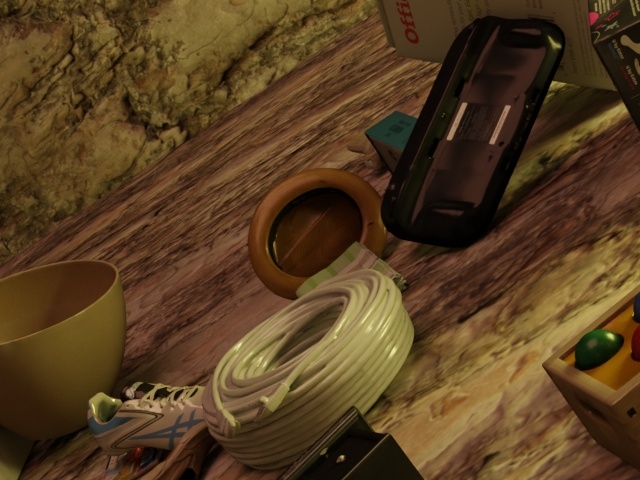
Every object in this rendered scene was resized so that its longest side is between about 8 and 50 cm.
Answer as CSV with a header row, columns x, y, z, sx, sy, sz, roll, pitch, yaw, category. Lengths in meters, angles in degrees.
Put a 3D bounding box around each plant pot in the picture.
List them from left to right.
x,y,z,sx,sy,sz,roll,pitch,yaw,category
-0.397,0.172,1.988,0.284,0.191,0.284,-15,20,5,plant pot

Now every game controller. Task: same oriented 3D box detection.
x,y,z,sx,sy,sz,roll,pitch,yaw,category
0.189,-0.139,1.717,0.166,0.067,0.319,14,73,38,game controller

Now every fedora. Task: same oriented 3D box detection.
x,y,z,sx,sy,sz,roll,pitch,yaw,category
0.000,0.000,1.838,0.194,0.194,0.079,-37,-23,-4,fedora

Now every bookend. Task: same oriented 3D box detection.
x,y,z,sx,sy,sz,roll,pitch,yaw,category
0.029,0.223,1.162,0.156,0.072,0.157,-41,16,-21,bookend

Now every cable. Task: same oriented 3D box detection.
x,y,z,sx,sy,sz,roll,pitch,yaw,category
-0.012,0.136,1.497,0.257,0.089,0.257,-38,14,-12,cable

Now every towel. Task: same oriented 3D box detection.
x,y,z,sx,sy,sz,roll,pitch,yaw,category
0.033,0.057,1.707,0.113,0.023,0.152,-37,27,-5,towel

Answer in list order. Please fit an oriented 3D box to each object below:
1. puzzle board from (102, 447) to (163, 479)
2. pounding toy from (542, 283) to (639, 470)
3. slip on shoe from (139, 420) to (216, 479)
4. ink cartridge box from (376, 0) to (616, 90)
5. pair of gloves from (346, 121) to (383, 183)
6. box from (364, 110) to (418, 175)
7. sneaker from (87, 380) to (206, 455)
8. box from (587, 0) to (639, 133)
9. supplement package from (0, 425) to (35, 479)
x,y,z,sx,sy,sz,roll,pitch,yaw,category
-0.234,0.271,1.730,0.096,0.011,0.128,-33,15,11,puzzle board
0.290,0.072,0.996,0.206,0.094,0.181,-38,15,-6,pounding toy
-0.151,0.254,1.543,0.041,0.051,0.135,23,40,26,slip on shoe
0.256,-0.372,1.808,0.384,0.279,0.160,15,48,36,ink cartridge box
0.066,-0.111,2.176,0.240,0.042,0.204,-44,20,-20,pair of gloves
0.136,-0.114,1.911,0.060,0.100,0.244,-35,15,-3,box
-0.190,0.205,1.664,0.237,0.086,0.085,-16,19,33,sneaker
0.394,-0.216,1.519,0.142,0.163,0.247,-27,17,20,box
-0.500,0.311,2.018,0.105,0.105,0.179,-34,15,13,supplement package
